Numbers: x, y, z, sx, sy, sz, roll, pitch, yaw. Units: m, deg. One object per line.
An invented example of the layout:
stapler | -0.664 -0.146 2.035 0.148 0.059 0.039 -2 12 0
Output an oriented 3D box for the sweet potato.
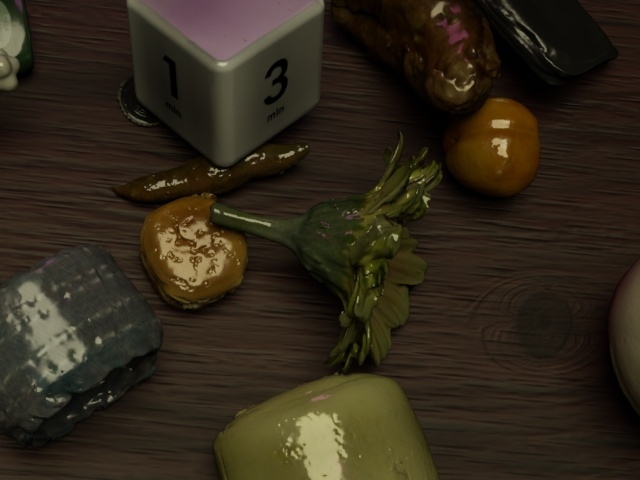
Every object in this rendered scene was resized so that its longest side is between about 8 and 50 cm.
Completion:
sweet potato | -0.148 -0.092 1.790 0.274 0.067 0.067 -13 71 -7

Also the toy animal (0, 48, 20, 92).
toy animal | -0.570 -0.146 1.698 0.363 0.181 0.180 -42 88 -19

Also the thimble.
thimble | -0.316 0.129 1.613 0.236 0.205 0.172 -30 79 -43

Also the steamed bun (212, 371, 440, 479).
steamed bun | 0.020 0.285 1.609 0.273 0.166 0.232 -13 70 -12

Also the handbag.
handbag | 0.281 -0.359 1.921 0.332 0.075 0.191 48 42 14

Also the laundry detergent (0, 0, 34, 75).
laundry detergent | -0.504 -0.272 1.811 0.211 0.063 0.137 -9 77 -11

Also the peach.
peach | 0.234 -0.127 1.819 0.138 0.138 0.138 3 69 -7

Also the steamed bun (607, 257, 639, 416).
steamed bun | 0.497 0.117 1.701 0.309 0.309 0.309 3 69 -7

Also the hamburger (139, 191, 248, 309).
hamburger | -0.164 0.013 1.736 0.138 0.083 0.147 -22 77 -20

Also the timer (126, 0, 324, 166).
timer | -0.124 -0.251 1.751 0.192 0.195 0.194 -37 61 -27

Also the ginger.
ginger | 0.152 -0.288 1.825 0.172 0.165 0.321 -18 43 -27

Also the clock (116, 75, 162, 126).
clock | -0.244 -0.196 1.844 0.074 0.010 0.083 -20 73 -15

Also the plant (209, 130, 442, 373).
plant | 0.034 0.031 1.697 0.297 0.261 0.306 -14 30 17
